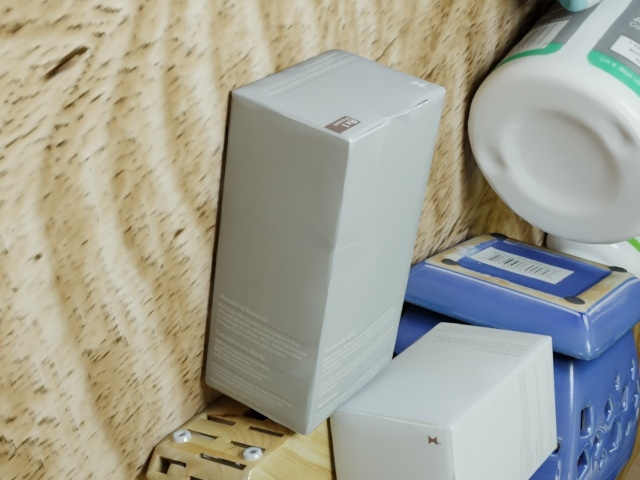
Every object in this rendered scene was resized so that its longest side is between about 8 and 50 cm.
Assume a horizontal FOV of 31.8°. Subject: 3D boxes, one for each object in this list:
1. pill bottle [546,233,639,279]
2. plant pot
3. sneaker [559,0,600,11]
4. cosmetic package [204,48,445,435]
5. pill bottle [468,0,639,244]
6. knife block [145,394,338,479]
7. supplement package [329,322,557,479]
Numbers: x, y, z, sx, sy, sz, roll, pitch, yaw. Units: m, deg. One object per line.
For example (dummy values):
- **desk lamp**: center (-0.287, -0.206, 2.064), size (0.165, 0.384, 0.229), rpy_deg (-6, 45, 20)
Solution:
- **pill bottle**: center (0.374, -0.018, 1.431), size (0.245, 0.136, 0.136), rpy_deg (-57, 153, -17)
- **plant pot**: center (0.188, 0.122, 1.111), size (0.236, 0.236, 0.212), rpy_deg (-20, 122, -56)
- **sneaker**: center (0.266, -0.327, 0.876), size (0.208, 0.127, 0.319), rpy_deg (-23, 158, 2)
- **cosmetic package**: center (0.000, 0.000, 0.785), size (0.127, 0.107, 0.238), rpy_deg (-30, 135, -50)
- **pill bottle**: center (0.317, -0.180, 1.106), size (0.361, 0.204, 0.204), rpy_deg (-47, 149, -32)
- **knife block**: center (-0.004, 0.218, 0.907), size (0.276, 0.088, 0.242), rpy_deg (-32, 121, -50)
- **supplement package**: center (0.100, 0.146, 0.874), size (0.179, 0.105, 0.105), rpy_deg (-28, 117, -52)
